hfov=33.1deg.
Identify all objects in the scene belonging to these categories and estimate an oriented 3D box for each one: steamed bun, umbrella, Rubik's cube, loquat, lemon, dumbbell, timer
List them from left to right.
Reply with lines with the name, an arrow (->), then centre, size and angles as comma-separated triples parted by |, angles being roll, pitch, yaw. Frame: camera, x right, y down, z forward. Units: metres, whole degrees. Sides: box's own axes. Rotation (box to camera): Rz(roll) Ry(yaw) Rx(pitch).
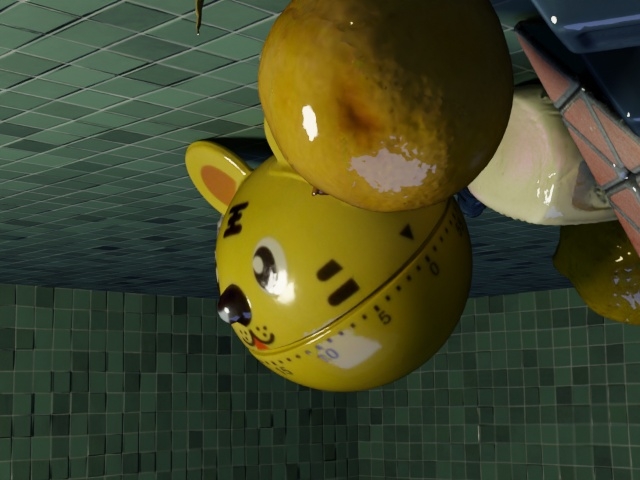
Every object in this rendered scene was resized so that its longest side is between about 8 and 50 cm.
timer -> 0.000, 0.000, 1.394 | 0.387, 0.376, 0.376 | 49, 150, -17
loquat -> 0.051, -0.122, 0.862 | 0.208, 0.208, 0.208 | -1, 171, 0
umbrella -> 0.241, -0.080, 1.665 | 0.053, 0.052, 0.250 | -46, 169, -3
steamed bun -> 0.259, -0.108, 1.192 | 0.170, 0.152, 0.238 | -3, -163, -15
lemon -> 0.503, 0.002, 1.612 | 0.311, 0.253, 0.253 | -6, 170, 17
dumbbell -> 0.234, -0.173, 0.749 | 0.144, 0.160, 0.325 | -37, 158, 17
Rubik's cube -> 0.334, -0.095, 0.983 | 0.233, 0.228, 0.228 | 2, 175, -43

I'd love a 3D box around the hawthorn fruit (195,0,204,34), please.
hawthorn fruit -> -0.071, -0.201, 0.620 | 0.125, 0.140, 0.125 | -11, -157, 5

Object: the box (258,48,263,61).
box -> 0.023, -0.142, 1.093 | 0.124, 0.092, 0.172 | -6, 170, 26

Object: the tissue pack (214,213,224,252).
tissue pack -> -0.060, 0.003, 1.965 | 0.257, 0.122, 0.215 | 7, 173, -2
